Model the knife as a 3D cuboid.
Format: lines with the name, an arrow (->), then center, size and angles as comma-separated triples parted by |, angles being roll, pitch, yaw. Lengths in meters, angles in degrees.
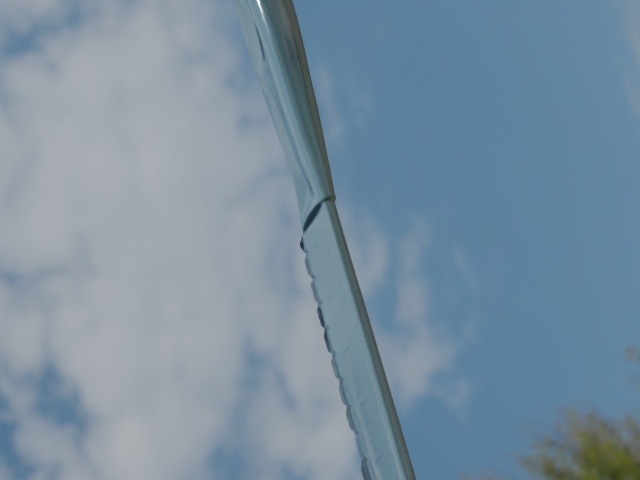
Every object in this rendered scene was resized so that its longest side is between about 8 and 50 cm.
knife -> 0.000, 0.000, 0.704 | 0.019, 0.044, 0.313 | -6, -113, -23
